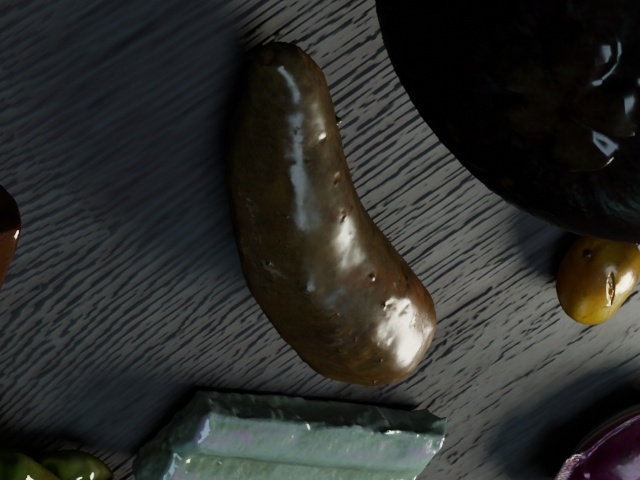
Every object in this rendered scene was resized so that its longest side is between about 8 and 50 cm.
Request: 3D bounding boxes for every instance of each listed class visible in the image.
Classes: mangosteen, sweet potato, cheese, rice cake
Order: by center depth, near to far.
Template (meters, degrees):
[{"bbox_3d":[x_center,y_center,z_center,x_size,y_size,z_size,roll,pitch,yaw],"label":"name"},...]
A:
[{"bbox_3d":[0.168,-0.142,0.972,0.288,0.288,0.288,-17,138,-16],"label":"mangosteen"},{"bbox_3d":[-0.001,0.000,1.134,0.097,0.097,0.292,-29,139,-2],"label":"sweet potato"},{"bbox_3d":[-0.016,0.144,1.312,0.226,0.040,0.085,10,127,-38],"label":"rice cake"},{"bbox_3d":[0.276,0.174,1.507,0.244,0.062,0.155,-3,134,-31],"label":"cheese"}]

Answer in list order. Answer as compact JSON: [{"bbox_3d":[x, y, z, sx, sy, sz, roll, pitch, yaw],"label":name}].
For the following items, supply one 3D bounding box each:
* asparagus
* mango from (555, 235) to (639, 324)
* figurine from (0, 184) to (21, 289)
[{"bbox_3d":[-0.177,0.163,1.199,0.080,0.080,0.287,-42,147,13],"label":"asparagus"},{"bbox_3d":[0.189,0.028,1.314,0.060,0.046,0.089,-22,144,-11],"label":"mango"},{"bbox_3d":[-0.281,0.035,0.922,0.284,0.204,0.338,-21,137,34],"label":"figurine"}]
